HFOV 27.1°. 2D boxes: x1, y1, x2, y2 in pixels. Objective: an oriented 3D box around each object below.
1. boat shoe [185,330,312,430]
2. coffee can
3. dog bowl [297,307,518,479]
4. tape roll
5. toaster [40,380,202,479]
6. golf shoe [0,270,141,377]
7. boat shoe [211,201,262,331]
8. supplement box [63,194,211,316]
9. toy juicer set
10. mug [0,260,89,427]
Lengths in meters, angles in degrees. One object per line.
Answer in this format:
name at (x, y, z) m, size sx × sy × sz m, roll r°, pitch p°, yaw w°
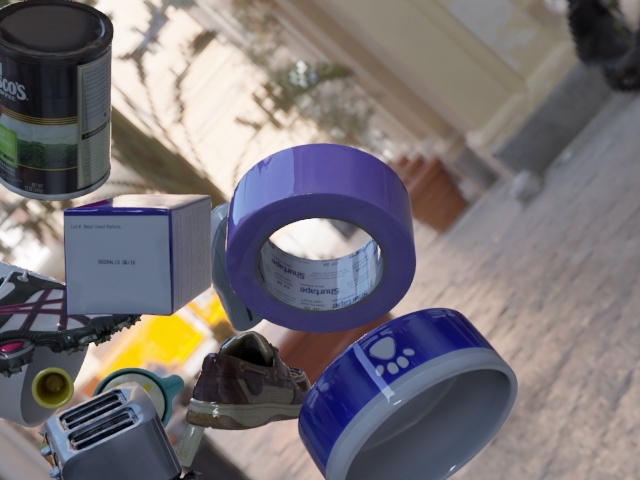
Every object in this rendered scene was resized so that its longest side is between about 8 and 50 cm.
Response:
boat shoe at (-0.091, 0.189, 1.877) m, size 0.342 × 0.123 × 0.123 m, roll 3°, pitch -90°, yaw -69°
coffee can at (-0.445, -0.233, 2.205) m, size 0.201 × 0.201 × 0.275 m, roll -51°, pitch -25°, yaw -50°
dog bowl at (0.107, 0.210, 1.639) m, size 0.265 × 0.104 × 0.265 m, roll -25°, pitch -36°, yaw -19°
tape roll at (0.000, 0.000, 1.329) m, size 0.189 × 0.189 × 0.080 m, roll -47°, pitch 26°, yaw 33°
toaster at (-0.284, 0.291, 1.834) m, size 0.185 × 0.110 × 0.168 m, roll -24°, pitch 21°, yaw -13°
golf shoe at (-0.321, 0.082, 1.581) m, size 0.273 × 0.120 × 0.105 m, roll -17°, pitch -10°, yaw -32°
boat shoe at (-0.158, 0.037, 2.243) m, size 0.109 × 0.094 × 0.302 m, roll -29°, pitch -37°, yaw -21°
supplement box at (-0.189, 0.011, 1.420) m, size 0.220 × 0.111 × 0.114 m, roll -45°, pitch -45°, yaw -80°
toy juicer set at (-0.316, 0.314, 2.224) m, size 0.089 × 0.329 × 0.209 m, roll -157°, pitch 68°, yaw -80°
mug at (-0.655, 0.195, 2.469) m, size 0.374 × 0.328 × 0.276 m, roll -57°, pitch -19°, yaw -48°
